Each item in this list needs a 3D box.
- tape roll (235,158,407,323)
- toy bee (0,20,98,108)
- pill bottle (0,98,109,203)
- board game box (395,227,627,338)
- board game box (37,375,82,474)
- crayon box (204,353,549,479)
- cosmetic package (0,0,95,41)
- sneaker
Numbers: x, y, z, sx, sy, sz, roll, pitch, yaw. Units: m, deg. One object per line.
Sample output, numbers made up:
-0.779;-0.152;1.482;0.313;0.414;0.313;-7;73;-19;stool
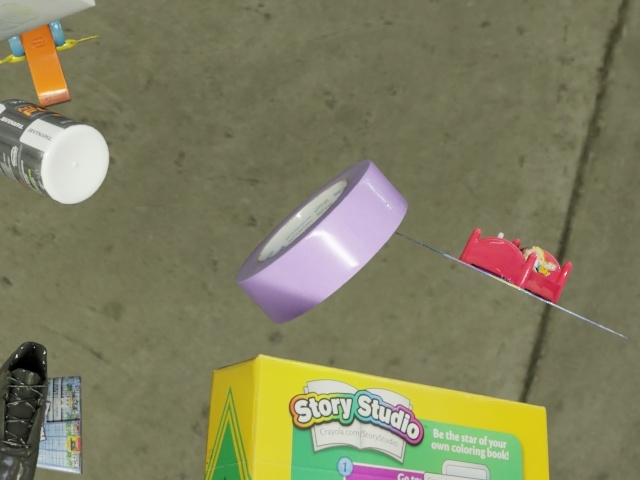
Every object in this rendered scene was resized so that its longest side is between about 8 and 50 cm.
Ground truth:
0.000;0.000;1.466;0.275;0.275;0.090;-46;101;-16;tape roll
-0.498;-0.370;1.743;0.195;0.162;0.298;4;80;-7;toy bee
-0.465;-0.152;1.561;0.130;0.245;0.131;-29;130;-42;pill bottle
0.127;0.013;0.639;0.133;0.168;0.033;24;92;-14;board game box
-0.562;0.361;1.876;0.194;0.060;0.194;-2;74;-10;board game box
0.063;0.298;0.949;0.362;0.106;0.313;15;64;-29;crayon box
-0.417;-0.316;1.105;0.224;0.224;0.138;-19;86;12;cosmetic package
-0.467;0.267;1.469;0.109;0.286;0.130;18;122;-26;sneaker
